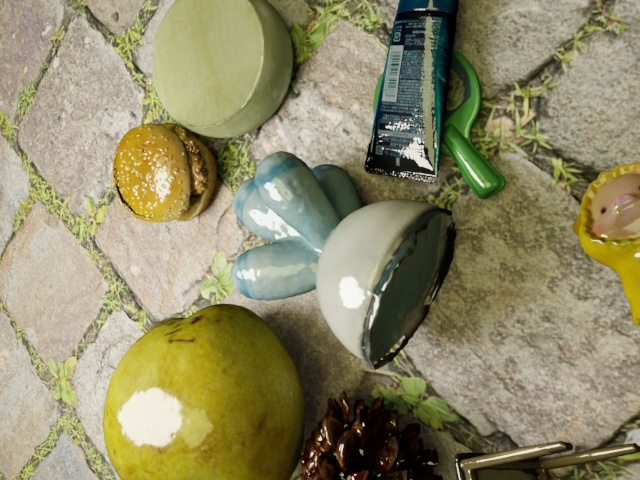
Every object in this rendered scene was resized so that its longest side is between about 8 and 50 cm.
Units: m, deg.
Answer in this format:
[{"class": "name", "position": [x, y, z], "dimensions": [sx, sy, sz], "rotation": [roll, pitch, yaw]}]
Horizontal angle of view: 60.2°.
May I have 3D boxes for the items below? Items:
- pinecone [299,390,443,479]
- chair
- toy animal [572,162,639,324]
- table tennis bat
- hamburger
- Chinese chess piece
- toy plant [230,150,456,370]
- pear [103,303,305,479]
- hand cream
[{"class": "pinecone", "position": [0.071, 0.327, 0.776], "dimensions": [0.221, 0.221, 0.221], "rotation": [1, 92, 27]}, {"class": "chair", "position": [0.242, 0.344, 0.672], "dimensions": [0.272, 0.188, 0.166], "rotation": [-36, 50, 42]}, {"class": "toy animal", "position": [0.393, 0.017, 0.620], "dimensions": [0.156, 0.156, 0.230], "rotation": [-34, 52, 24]}, {"class": "table tennis bat", "position": [0.175, -0.167, 0.793], "dimensions": [0.160, 0.039, 0.257], "rotation": [-40, 72, 24]}, {"class": "hamburger", "position": [-0.272, -0.115, 0.967], "dimensions": [0.191, 0.118, 0.182], "rotation": [10, 114, 25]}, {"class": "Chinese chess piece", "position": [-0.165, -0.298, 0.927], "dimensions": [0.250, 0.101, 0.250], "rotation": [1, 92, 27]}, {"class": "toy plant", "position": [0.000, 0.000, 0.792], "dimensions": [0.332, 0.247, 0.247], "rotation": [27, 104, 28]}, {"class": "pear", "position": [-0.165, 0.245, 0.846], "dimensions": [0.304, 0.304, 0.304], "rotation": [1, 92, 27]}, {"class": "hand cream", "position": [0.131, -0.222, 0.777], "dimensions": [0.120, 0.061, 0.270], "rotation": [14, 98, 34]}]
